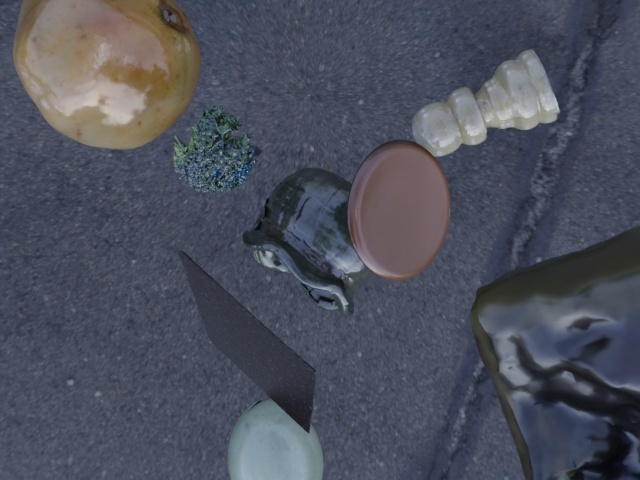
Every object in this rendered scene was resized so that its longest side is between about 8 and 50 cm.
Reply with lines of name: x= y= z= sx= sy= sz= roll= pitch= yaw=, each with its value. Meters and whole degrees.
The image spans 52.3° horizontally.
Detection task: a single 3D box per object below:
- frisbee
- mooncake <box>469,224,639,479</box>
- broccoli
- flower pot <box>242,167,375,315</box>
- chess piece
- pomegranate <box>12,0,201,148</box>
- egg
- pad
frisbee: x=0.146 y=-0.052 z=1.148 sx=0.251 sy=0.021 sz=0.251 roll=-6 pitch=99 yaw=-38
mooncake: x=0.293 y=0.195 z=0.601 sx=0.246 sy=0.393 sz=0.394 roll=-17 pitch=126 yaw=14
broccoli: x=-0.188 y=-0.166 z=1.159 sx=0.154 sy=0.160 sz=0.167 roll=-24 pitch=140 yaw=15
flower pot: x=0.000 y=0.000 z=1.325 sx=0.302 sy=0.302 sz=0.213 roll=37 pitch=80 yaw=-8
chess piece: x=0.301 y=-0.240 z=1.231 sx=0.261 sy=0.143 sz=0.143 roll=-23 pitch=102 yaw=11
pomegranate: x=-0.462 y=-0.387 z=1.411 sx=0.411 sy=0.411 sz=0.411 roll=0 pitch=103 yaw=-1
egg: x=-0.088 y=0.435 z=1.283 sx=0.186 sy=0.186 sz=0.253 roll=-11 pitch=100 yaw=1
pad: x=-0.089 y=0.147 z=0.858 sx=0.220 sy=0.330 sz=0.004 roll=40 pitch=68 yaw=16
